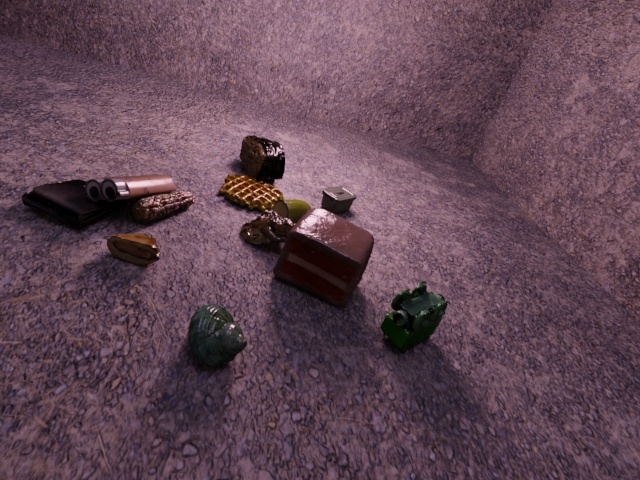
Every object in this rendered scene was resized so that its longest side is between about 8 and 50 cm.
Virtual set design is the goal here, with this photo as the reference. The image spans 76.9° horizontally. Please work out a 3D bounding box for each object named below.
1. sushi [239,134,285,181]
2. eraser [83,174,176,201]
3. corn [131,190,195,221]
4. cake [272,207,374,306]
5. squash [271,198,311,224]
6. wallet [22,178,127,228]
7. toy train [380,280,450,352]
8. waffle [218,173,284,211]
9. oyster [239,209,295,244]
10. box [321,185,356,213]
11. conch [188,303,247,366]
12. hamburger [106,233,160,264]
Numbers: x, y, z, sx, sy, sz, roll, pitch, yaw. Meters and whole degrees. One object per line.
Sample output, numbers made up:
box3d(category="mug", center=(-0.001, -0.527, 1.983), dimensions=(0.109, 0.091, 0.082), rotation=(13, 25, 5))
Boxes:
box3d(category="sushi", center=(-0.306, -0.425, 2.077), dimensions=(0.170, 0.211, 0.350), rotation=(-5, 33, -28))
box3d(category="eraser", center=(-0.709, -0.201, 1.517), dimensions=(0.171, 0.087, 0.290), rotation=(0, 11, 19))
box3d(category="corn", center=(-0.603, -0.144, 1.565), dimensions=(0.092, 0.092, 0.280), rotation=(30, 31, 17))
box3d(category="cake", center=(0.021, 0.058, 1.461), dimensions=(0.308, 0.237, 0.230), rotation=(25, 34, 4))
box3d(category="squash", center=(-0.117, -0.128, 1.793), dimensions=(0.186, 0.123, 0.123), rotation=(-10, 42, -45))
box3d(category="wallet", center=(-0.867, -0.144, 1.446), dimensions=(0.220, 0.071, 0.262), rotation=(21, 24, 4))
box3d(category="toy train", center=(0.315, 0.256, 1.347), dimensions=(0.243, 0.188, 0.132), rotation=(-10, 40, -42))
box3d(category="waffle", center=(-0.321, -0.231, 1.889), dimensions=(0.309, 0.065, 0.283), rotation=(6, 34, -24))
box3d(category="oyster", center=(-0.209, -0.055, 1.612), dimensions=(0.222, 0.083, 0.214), rotation=(-19, 32, -15))
box3d(category="box", center=(0.087, -0.203, 2.046), dimensions=(0.124, 0.093, 0.172), rotation=(38, 35, 29))
box3d(category="conch", center=(-0.280, 0.251, 1.092), dimensions=(0.188, 0.122, 0.176), rotation=(43, 13, 28))
box3d(category="hamburger", center=(-0.593, 0.024, 1.321), dimensions=(0.176, 0.087, 0.102), rotation=(11, 18, 2))
